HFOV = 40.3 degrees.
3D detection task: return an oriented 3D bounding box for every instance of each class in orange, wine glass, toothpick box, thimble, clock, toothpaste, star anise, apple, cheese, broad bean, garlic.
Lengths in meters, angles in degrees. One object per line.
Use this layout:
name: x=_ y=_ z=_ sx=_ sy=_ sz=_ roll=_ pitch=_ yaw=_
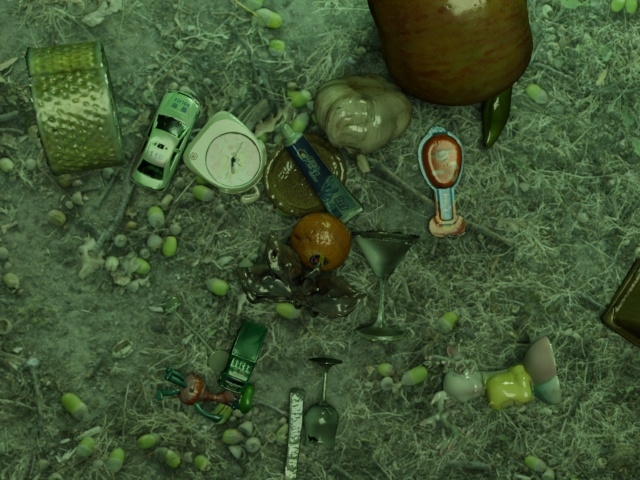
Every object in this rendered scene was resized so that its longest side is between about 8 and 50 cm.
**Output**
orange: x=0.001 y=-0.001 z=1.901 sx=0.135 sy=0.135 sz=0.118 roll=9 pitch=57 yaw=-6
wine glass: x=0.005 y=0.361 z=1.934 sx=0.079 sy=0.079 sz=0.196 roll=4 pitch=90 yaw=-6
toothpick box: x=0.791 y=0.167 z=1.896 sx=0.190 sy=0.308 sz=0.187 roll=34 pitch=88 yaw=-8
thimble: x=-0.494 y=-0.269 z=1.774 sx=0.150 sy=0.271 sz=0.271 roll=-10 pitch=93 yaw=-10
clock: x=-0.191 y=-0.175 z=1.906 sx=0.191 sy=0.062 sz=0.151 roll=40 pitch=87 yaw=-6
toothpaste: x=-0.006 y=-0.145 z=1.897 sx=0.069 sy=0.047 sz=0.268 roll=-50 pitch=117 yaw=-25
star anise: x=-0.052 y=0.099 z=1.862 sx=0.257 sy=0.198 sz=0.111 roll=28 pitch=54 yaw=-8
apple: x=0.260 y=-0.468 z=1.793 sx=0.333 sy=0.400 sz=0.400 roll=-4 pitch=92 yaw=19
cheese: x=0.278 y=-0.131 z=1.968 sx=0.106 sy=0.037 sz=0.256 roll=-6 pitch=91 yaw=-4
wine glass: x=0.135 y=0.098 z=1.912 sx=0.156 sy=0.156 sz=0.232 roll=2 pitch=96 yaw=-6
broad bean: x=0.410 y=-0.361 z=1.956 sx=0.067 sy=0.075 sz=0.325 roll=14 pitch=91 yaw=-5
garlic: x=0.084 y=-0.242 z=1.890 sx=0.218 sy=0.219 sz=0.212 roll=0 pitch=126 yaw=-6

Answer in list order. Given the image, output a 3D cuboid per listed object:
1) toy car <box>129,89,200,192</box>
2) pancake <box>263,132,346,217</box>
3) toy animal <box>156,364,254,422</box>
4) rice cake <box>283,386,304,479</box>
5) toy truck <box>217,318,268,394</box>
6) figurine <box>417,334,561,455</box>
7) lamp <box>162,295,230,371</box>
toy car: x=-0.335 y=-0.217 z=1.884 sx=0.090 sy=0.076 sz=0.224 roll=23 pitch=89 yaw=-5
pancake: x=-0.032 y=-0.143 z=1.921 sx=0.199 sy=0.021 sz=0.199 roll=-3 pitch=99 yaw=-23
toy animal: x=-0.249 y=0.338 z=1.896 sx=0.208 sy=0.100 sz=0.103 roll=19 pitch=51 yaw=-18
rice cake: x=-0.060 y=0.436 z=1.947 sx=0.034 sy=0.043 sz=0.211 roll=5 pitch=91 yaw=1
toy truck: x=-0.168 y=0.255 z=1.888 sx=0.065 sy=0.079 sz=0.147 roll=23 pitch=49 yaw=-5
figurine: x=0.354 y=0.304 z=1.882 sx=0.315 sy=0.284 sz=0.206 roll=-14 pitch=92 yaw=6
lamp: x=-0.272 y=0.208 z=1.930 sx=0.050 sy=0.056 sz=0.198 roll=-40 pitch=106 yaw=-5
